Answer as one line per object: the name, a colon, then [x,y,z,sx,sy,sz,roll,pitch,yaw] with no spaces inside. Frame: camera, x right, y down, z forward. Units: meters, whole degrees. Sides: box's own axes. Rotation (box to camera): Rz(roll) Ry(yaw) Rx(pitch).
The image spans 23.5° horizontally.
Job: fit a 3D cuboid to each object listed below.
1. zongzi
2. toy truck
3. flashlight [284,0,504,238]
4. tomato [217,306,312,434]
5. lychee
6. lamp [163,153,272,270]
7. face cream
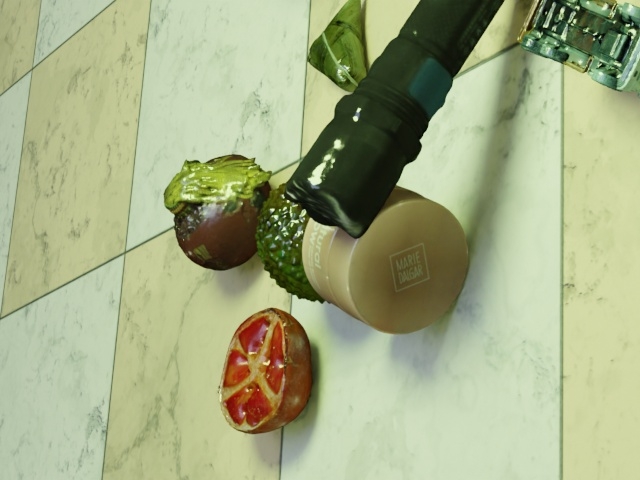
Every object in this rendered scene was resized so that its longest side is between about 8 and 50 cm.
zongzi: [0.042,-0.247,1.902,0.113,0.052,0.104,-55,41,7]
toy truck: [0.274,-0.181,1.416,0.178,0.115,0.080,44,114,57]
flashlight: [0.108,-0.194,1.580,0.424,0.103,0.103,-58,27,-15]
tomato: [-0.057,0.163,1.849,0.155,0.069,0.155,-27,55,47]
lychee: [0.000,0.000,1.760,0.171,0.171,0.171,-31,51,49]
lamp: [-0.138,-0.041,2.009,0.156,0.135,0.157,20,96,60]
face cream: [0.068,0.015,1.632,0.104,0.149,0.149,28,101,57]
